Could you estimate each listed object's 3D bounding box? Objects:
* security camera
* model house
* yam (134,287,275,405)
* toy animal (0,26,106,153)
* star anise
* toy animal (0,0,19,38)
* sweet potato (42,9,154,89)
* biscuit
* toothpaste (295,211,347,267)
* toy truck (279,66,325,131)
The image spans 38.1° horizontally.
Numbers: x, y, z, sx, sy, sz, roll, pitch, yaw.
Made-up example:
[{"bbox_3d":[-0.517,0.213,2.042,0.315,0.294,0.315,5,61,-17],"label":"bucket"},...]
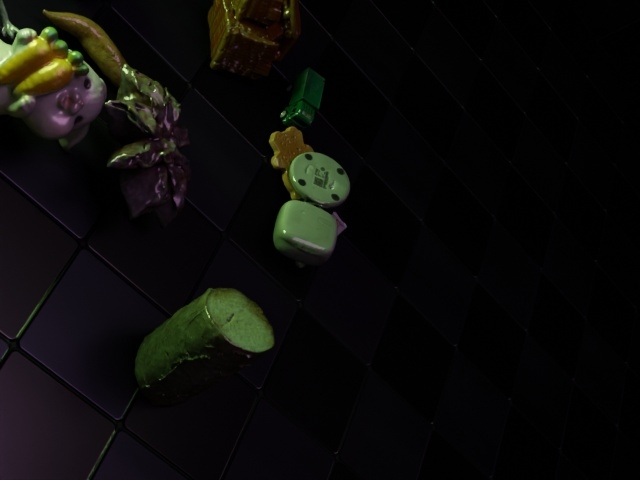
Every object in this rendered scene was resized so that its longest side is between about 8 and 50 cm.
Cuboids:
[{"bbox_3d":[-0.022,-0.078,2.176,0.157,0.080,0.301,22,52,-13],"label":"security camera"},{"bbox_3d":[-0.159,-0.510,2.167,0.219,0.199,0.229,44,42,-6],"label":"model house"},{"bbox_3d":[-0.218,0.197,1.738,0.168,0.304,0.168,24,49,-30],"label":"yam"},{"bbox_3d":[-0.525,-0.273,1.678,0.310,0.247,0.183,7,85,-27],"label":"toy animal"},{"bbox_3d":[-0.332,-0.182,1.830,0.332,0.118,0.331,-5,90,-72],"label":"star anise"},{"bbox_3d":[-0.636,-0.461,1.698,0.367,0.081,0.206,-106,170,-47],"label":"toy animal"},{"bbox_3d":[-0.449,-0.388,1.916,0.281,0.059,0.067,45,78,-19],"label":"sweet potato"},{"bbox_3d":[-0.060,-0.185,2.240,0.133,0.027,0.184,-40,104,-43],"label":"biscuit"},{"bbox_3d":[0.000,0.000,2.223,0.052,0.033,0.218,49,42,-6],"label":"toothpaste"},{"bbox_3d":[-0.045,-0.342,2.286,0.065,0.079,0.147,32,55,-32],"label":"toy truck"}]
